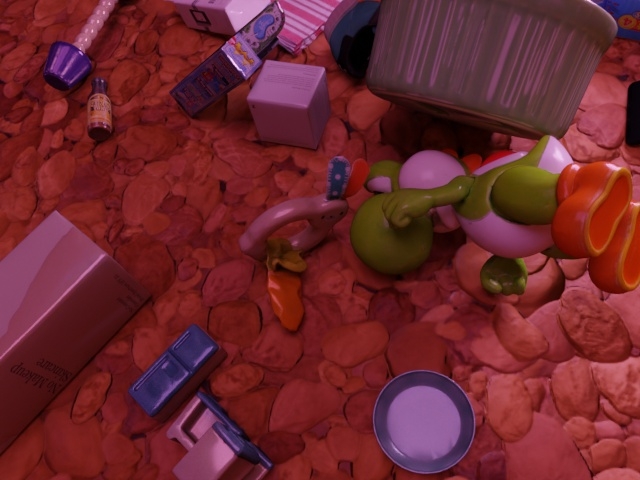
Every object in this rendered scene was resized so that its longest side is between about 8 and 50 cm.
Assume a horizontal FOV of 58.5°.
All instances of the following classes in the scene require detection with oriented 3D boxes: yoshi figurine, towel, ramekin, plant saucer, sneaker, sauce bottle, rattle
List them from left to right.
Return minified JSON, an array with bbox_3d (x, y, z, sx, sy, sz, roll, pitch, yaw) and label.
[{"bbox_3d":[-0.391,-0.235,1.007,0.042,0.042,0.128,-16,62,1],"label":"sauce bottle"},{"bbox_3d":[-0.025,-0.431,1.060,0.197,0.029,0.144,-44,61,-14],"label":"towel"},{"bbox_3d":[0.000,0.000,0.746,0.200,0.130,0.143,-30,48,13],"label":"rattle"},{"bbox_3d":[0.126,-0.381,0.891,0.108,0.302,0.121,5,53,-39],"label":"sneaker"},{"bbox_3d":[0.123,0.216,0.683,0.119,0.021,0.119,-4,62,7],"label":"plant saucer"},{"bbox_3d":[0.174,-0.011,0.693,0.203,0.203,0.362,-20,23,-36],"label":"yoshi figurine"},{"bbox_3d":[0.208,-0.235,0.758,0.303,0.303,0.148,20,102,19],"label":"ramekin"}]

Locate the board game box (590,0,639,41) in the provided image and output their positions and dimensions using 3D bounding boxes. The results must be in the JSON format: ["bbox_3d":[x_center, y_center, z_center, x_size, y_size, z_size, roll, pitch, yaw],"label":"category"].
[{"bbox_3d":[0.545,-0.469,0.944,0.302,0.086,0.308,23,68,20],"label":"board game box"}]

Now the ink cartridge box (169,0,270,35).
[{"bbox_3d":[-0.196,-0.448,1.067,0.180,0.060,0.104,23,68,34],"label":"ink cartridge box"}]

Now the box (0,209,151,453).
[{"bbox_3d":[-0.396,0.130,0.752,0.121,0.148,0.311,34,74,24],"label":"box"}]

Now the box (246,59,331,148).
[{"bbox_3d":[-0.046,-0.213,0.900,0.101,0.102,0.087,12,62,15],"label":"box"}]

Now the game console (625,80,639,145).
[{"bbox_3d":[0.517,-0.181,0.836,0.107,0.071,0.122,22,65,-12],"label":"game console"}]

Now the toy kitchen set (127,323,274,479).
[{"bbox_3d":[-0.139,0.185,0.663,0.207,0.166,0.122,36,73,25],"label":"toy kitchen set"}]

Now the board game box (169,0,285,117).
[{"bbox_3d":[-0.135,-0.293,0.919,0.194,0.060,0.194,-47,22,-16],"label":"board game box"}]

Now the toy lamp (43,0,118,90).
[{"bbox_3d":[-0.439,-0.400,1.087,0.080,0.080,0.274,10,62,15],"label":"toy lamp"}]
